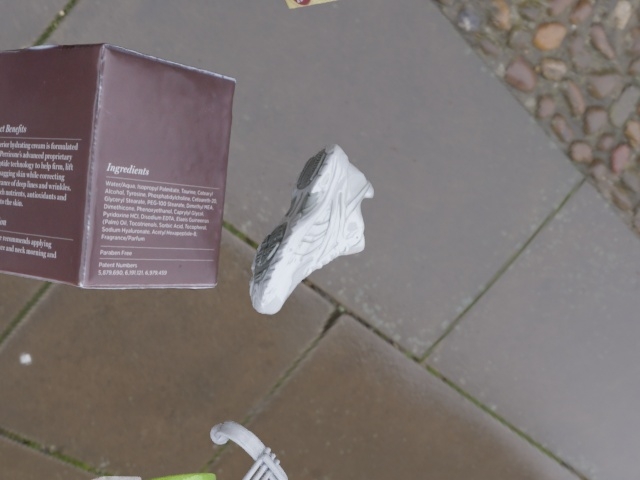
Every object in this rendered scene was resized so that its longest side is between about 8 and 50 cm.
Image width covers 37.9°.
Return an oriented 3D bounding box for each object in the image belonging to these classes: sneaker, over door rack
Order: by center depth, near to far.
[{"bbox_3d":[-0.065,0.352,0.838,0.324,0.108,0.239,52,60,-25],"label":"over door rack"},{"bbox_3d":[0.000,0.000,1.149,0.115,0.090,0.232,35,75,-20],"label":"sneaker"}]

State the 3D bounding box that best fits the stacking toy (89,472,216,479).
[{"bbox_3d":[-0.294,0.402,1.251,0.279,0.130,0.309,-19,159,29],"label":"stacking toy"}]

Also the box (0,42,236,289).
[{"bbox_3d":[-0.200,-0.063,0.859,0.167,0.168,0.203,4,92,-53],"label":"box"}]

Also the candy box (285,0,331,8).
[{"bbox_3d":[0.102,-0.378,1.109,0.183,0.316,0.087,-51,127,-32],"label":"candy box"}]
